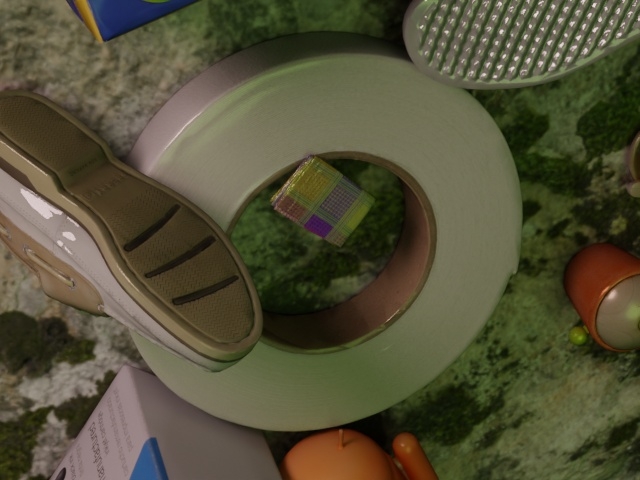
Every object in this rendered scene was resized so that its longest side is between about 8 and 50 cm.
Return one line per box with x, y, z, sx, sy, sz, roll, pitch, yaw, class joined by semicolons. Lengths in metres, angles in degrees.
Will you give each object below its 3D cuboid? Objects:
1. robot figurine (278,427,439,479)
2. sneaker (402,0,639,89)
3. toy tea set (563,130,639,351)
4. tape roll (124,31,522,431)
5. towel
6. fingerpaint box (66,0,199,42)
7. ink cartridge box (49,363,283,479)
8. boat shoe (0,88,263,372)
0.034;0.270;1.321;0.158;0.128;0.219;-10;141;23;robot figurine
0.219;-0.224;1.146;0.321;0.127;0.126;-16;119;-2;sneaker
0.386;-0.008;1.311;0.200;0.124;0.336;15;111;-25;toy tea set
0.000;0.000;1.215;0.392;0.072;0.392;-8;118;-15;tape roll
0.003;-0.035;1.150;0.083;0.009;0.060;32;102;-30;towel
-0.082;-0.419;0.898;0.371;0.163;0.445;-25;122;-11;fingerpaint box
-0.193;0.363;1.209;0.166;0.285;0.395;27;105;-27;ink cartridge box
-0.171;0.006;1.067;0.113;0.302;0.103;-29;156;-47;boat shoe
